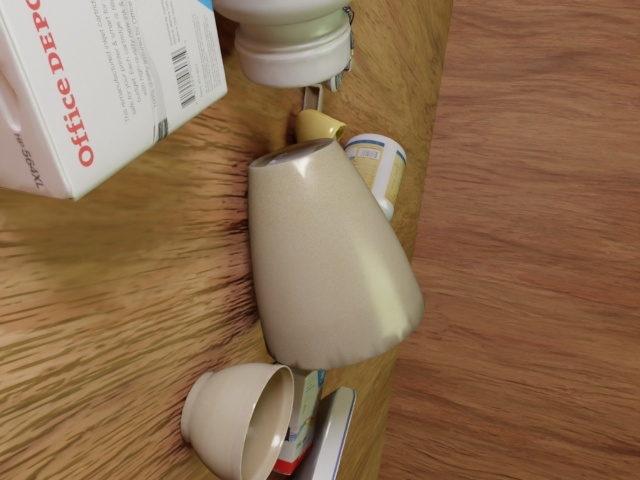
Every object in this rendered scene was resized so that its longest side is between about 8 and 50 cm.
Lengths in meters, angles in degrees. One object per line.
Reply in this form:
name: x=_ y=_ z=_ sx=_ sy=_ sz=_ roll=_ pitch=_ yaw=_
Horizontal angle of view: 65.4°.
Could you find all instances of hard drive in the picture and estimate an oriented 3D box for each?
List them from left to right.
hard drive: x=-0.002 y=0.439 z=1.067 sx=0.318 sy=0.040 sz=0.210 roll=112 pitch=-3 yaw=-64

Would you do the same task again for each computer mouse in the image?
computer mouse: x=0.026 y=-0.343 z=0.915 sx=0.106 sy=0.042 sz=0.193 roll=88 pitch=15 yaw=-46

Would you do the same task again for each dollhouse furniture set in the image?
dollhouse furniture set: x=-0.008 y=-0.247 z=0.814 sx=0.081 sy=0.091 sz=0.114 roll=-16 pitch=119 yaw=-54

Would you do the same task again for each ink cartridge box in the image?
ink cartridge box: x=-0.161 y=-0.143 z=0.358 sx=0.203 sy=0.086 sz=0.148 roll=-58 pitch=151 yaw=-49
ink cartridge box: x=-0.058 y=0.347 z=0.961 sx=0.134 sy=0.078 sz=0.230 roll=-1 pitch=101 yaw=-72

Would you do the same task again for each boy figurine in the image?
boy figurine: x=0.001 y=-0.093 z=0.886 sx=0.177 sy=0.092 sz=0.285 roll=-41 pitch=141 yaw=-50

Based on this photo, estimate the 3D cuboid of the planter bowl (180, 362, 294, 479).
planter bowl: x=-0.116 y=0.237 z=0.669 sx=0.162 sy=0.109 sz=0.162 roll=9 pitch=90 yaw=-72

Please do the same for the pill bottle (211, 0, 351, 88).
pill bottle: x=-0.043 y=-0.323 z=0.480 sx=0.318 sy=0.176 sz=0.176 roll=82 pitch=25 yaw=-44

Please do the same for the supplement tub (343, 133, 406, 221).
supplement tub: x=0.100 y=-0.115 z=1.092 sx=0.144 sy=0.144 sz=0.199 roll=64 pitch=39 yaw=-62

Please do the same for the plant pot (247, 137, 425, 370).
plant pot: x=0.000 y=0.000 z=0.733 sx=0.256 sy=0.257 sz=0.274 roll=-51 pitch=129 yaw=-57
